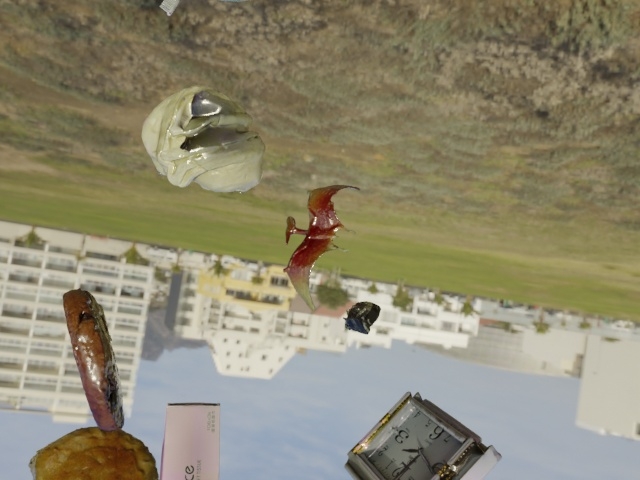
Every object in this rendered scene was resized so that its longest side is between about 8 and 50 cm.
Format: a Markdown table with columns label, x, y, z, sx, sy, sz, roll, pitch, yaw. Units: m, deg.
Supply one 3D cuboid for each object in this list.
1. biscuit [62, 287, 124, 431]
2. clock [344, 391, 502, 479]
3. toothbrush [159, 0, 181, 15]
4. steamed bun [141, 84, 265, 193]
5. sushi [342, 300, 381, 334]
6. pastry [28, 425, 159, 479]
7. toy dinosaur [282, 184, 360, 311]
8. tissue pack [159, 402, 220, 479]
| label | x | y | z | sx | sy | sz | roll | pitch | yaw |
| --- | --- | --- | --- | --- | --- | --- | --- | --- | --- |
| biscuit | -0.286 | 0.152 | 0.863 | 0.049 | 0.192 | 0.192 | -18 | -177 | -14 |
| clock | 0.156 | 0.354 | 1.061 | 0.083 | 0.186 | 0.253 | 49 | 171 | -17 |
| toothbrush | -0.290 | -0.599 | 1.522 | 0.029 | 0.354 | 0.024 | 39 | 131 | -22 |
| steamed bun | -0.287 | -0.263 | 1.718 | 0.320 | 0.275 | 0.206 | 12 | 156 | -20 |
| sushi | 0.106 | 0.199 | 1.781 | 0.085 | 0.083 | 0.056 | -3 | 127 | 50 |
| pastry | -0.439 | 0.485 | 1.315 | 0.236 | 0.257 | 0.120 | -6 | 138 | -23 |
| toy dinosaur | 0.006 | 0.006 | 1.742 | 0.207 | 0.327 | 0.113 | -17 | 151 | 22 |
| tissue pack | -0.211 | 0.396 | 1.076 | 0.093 | 0.246 | 0.148 | 4 | 148 | -12 |
